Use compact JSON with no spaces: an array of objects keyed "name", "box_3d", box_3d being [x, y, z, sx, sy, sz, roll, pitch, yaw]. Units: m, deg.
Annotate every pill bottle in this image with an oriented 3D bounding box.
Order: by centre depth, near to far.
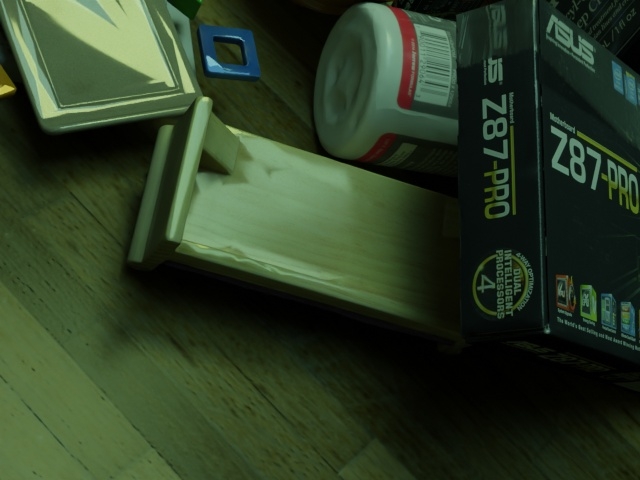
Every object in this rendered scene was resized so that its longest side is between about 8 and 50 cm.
[{"name":"pill bottle","box_3d":[0.167,-0.158,1.352,0.318,0.176,0.176,8,51,-25]}]

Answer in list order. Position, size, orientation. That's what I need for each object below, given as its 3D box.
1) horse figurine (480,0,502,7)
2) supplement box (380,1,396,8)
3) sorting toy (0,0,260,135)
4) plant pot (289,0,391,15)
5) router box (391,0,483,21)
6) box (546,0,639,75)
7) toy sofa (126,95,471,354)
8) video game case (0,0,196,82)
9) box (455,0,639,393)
[{"name":"horse figurine","box_3d":[0.147,-0.327,1.561,0.263,0.066,0.174,33,50,-6]},{"name":"supplement box","box_3d":[0.087,-0.251,1.468,0.083,0.056,0.083,33,45,-2]},{"name":"sorting toy","box_3d":[-0.230,-0.192,1.194,0.347,0.047,0.196,-13,69,-33]},{"name":"plant pot","box_3d":[0.047,-0.350,1.334,0.205,0.205,0.188,4,17,-27]},{"name":"router box","box_3d":[0.159,-0.315,1.456,0.122,0.092,0.038,-13,62,-38]},{"name":"box","box_3d":[0.470,-0.427,1.668,0.212,0.293,0.395,6,51,-26]},{"name":"toy sofa","box_3d":[0.000,0.000,1.169,0.362,0.177,0.150,17,71,-19]},{"name":"video game case","box_3d":[-0.303,-0.285,1.285,0.329,0.036,0.300,8,51,-24]},{"name":"box","box_3d":[0.272,-0.026,1.183,0.395,0.097,0.318,21,64,-50]}]
